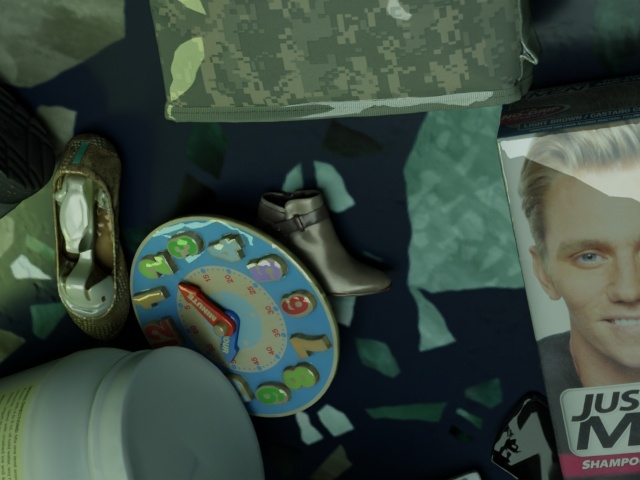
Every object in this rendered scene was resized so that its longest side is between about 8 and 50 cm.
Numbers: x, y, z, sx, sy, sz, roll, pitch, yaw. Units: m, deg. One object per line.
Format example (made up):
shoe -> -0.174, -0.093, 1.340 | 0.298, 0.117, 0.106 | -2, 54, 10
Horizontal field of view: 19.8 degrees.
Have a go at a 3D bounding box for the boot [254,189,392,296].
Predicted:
boot -> 0.000, 0.000, 1.554 | 0.118, 0.042, 0.087 | 2, 114, 16

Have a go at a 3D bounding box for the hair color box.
hair color box -> 0.255, 0.046, 1.454 | 0.174, 0.105, 0.347 | -8, 113, 14

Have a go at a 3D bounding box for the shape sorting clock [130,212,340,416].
shape sorting clock -> -0.077, 0.069, 1.593 | 0.206, 0.040, 0.206 | 19, 131, 23

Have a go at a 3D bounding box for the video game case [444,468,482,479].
video game case -> 0.093, 0.330, 1.631 | 0.183, 0.023, 0.201 | -22, 90, 1

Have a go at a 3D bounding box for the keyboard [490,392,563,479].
keyboard -> 0.233, 0.219, 1.607 | 0.192, 0.038, 0.100 | 35, 97, -1

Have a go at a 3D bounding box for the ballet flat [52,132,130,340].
ballet flat -> -0.208, 0.008, 1.606 | 0.073, 0.067, 0.206 | 5, 118, 14

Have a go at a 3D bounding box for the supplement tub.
supplement tub -> -0.236, 0.229, 1.618 | 0.325, 0.235, 0.235 | -19, 109, 30

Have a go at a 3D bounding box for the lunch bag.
lunch bag -> 0.022, -0.220, 1.362 | 0.287, 0.169, 0.235 | 2, 117, 21

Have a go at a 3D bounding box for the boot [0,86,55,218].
boot -> -0.411, -0.114, 1.585 | 0.222, 0.118, 0.338 | -34, 99, 34
